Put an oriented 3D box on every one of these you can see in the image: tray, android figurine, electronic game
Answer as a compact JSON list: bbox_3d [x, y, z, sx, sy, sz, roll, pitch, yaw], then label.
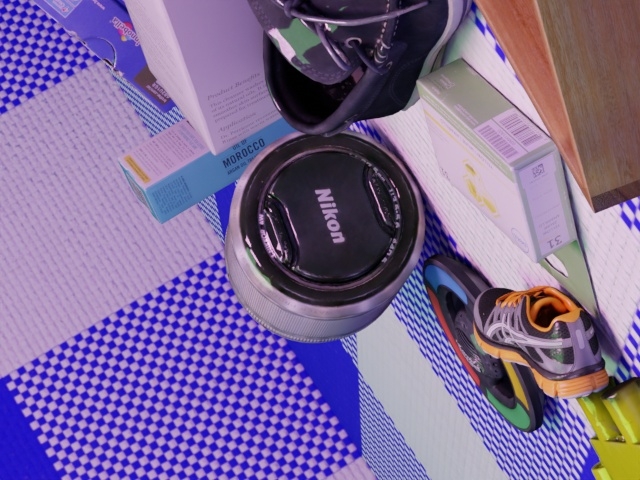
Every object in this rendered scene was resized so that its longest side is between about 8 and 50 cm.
[{"bbox_3d":[0.119,-0.221,1.219,0.411,0.076,0.203,-109,-3,-51],"label":"tray"},{"bbox_3d":[0.335,0.257,1.831,0.273,0.056,0.248,62,169,-3],"label":"android figurine"},{"bbox_3d":[0.183,0.116,2.173,0.229,0.048,0.229,56,169,17],"label":"electronic game"}]

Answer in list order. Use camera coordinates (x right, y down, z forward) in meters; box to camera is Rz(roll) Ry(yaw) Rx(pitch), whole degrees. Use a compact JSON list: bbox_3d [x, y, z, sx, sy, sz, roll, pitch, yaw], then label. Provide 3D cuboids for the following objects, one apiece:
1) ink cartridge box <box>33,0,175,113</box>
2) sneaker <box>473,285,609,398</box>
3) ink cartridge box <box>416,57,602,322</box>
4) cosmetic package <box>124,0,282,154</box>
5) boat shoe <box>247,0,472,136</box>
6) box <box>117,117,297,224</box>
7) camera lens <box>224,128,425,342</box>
[{"bbox_3d":[-0.275,-0.327,2.375,0.270,0.151,0.395,41,-175,-38],"label":"ink cartridge box"},{"bbox_3d":[0.213,0.079,1.874,0.215,0.084,0.083,33,139,61],"label":"sneaker"},{"bbox_3d":[0.175,-0.034,1.781,0.171,0.056,0.235,48,163,46],"label":"ink cartridge box"},{"bbox_3d":[-0.089,-0.288,1.890,0.156,0.217,0.385,52,166,34],"label":"cosmetic package"},{"bbox_3d":[0.024,-0.223,1.699,0.186,0.156,0.500,59,169,14],"label":"boat shoe"},{"bbox_3d":[-0.124,-0.123,2.415,0.100,0.244,0.060,46,164,52],"label":"box"},{"bbox_3d":[0.000,0.000,2.239,0.219,0.219,0.274,58,170,8],"label":"camera lens"}]
